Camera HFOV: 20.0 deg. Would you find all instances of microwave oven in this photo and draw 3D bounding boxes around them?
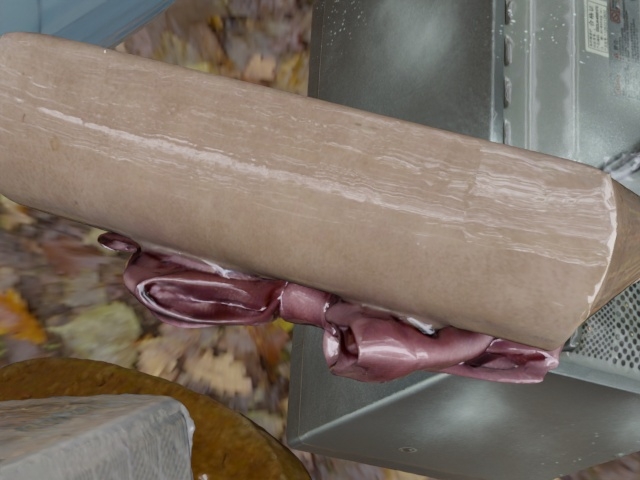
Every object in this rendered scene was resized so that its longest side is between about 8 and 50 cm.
[{"bbox_3d":[0.158,-0.047,1.510,0.236,0.374,0.432,14,66,-25],"label":"microwave oven"}]

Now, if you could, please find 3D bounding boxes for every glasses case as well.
[{"bbox_3d":[0.000,0.000,0.526,0.193,0.102,0.070,15,89,23],"label":"glasses case"}]

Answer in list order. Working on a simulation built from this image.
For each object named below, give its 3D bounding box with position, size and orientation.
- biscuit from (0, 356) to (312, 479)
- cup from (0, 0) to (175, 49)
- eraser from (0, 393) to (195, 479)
[{"bbox_3d":[-0.178,0.223,1.195,0.367,0.063,0.314,15,60,38],"label":"biscuit"},{"bbox_3d":[-0.278,-0.184,1.123,0.331,0.311,0.257,4,120,38],"label":"cup"},{"bbox_3d":[-0.118,0.101,0.401,0.098,0.404,0.096,-3,91,10],"label":"eraser"}]
